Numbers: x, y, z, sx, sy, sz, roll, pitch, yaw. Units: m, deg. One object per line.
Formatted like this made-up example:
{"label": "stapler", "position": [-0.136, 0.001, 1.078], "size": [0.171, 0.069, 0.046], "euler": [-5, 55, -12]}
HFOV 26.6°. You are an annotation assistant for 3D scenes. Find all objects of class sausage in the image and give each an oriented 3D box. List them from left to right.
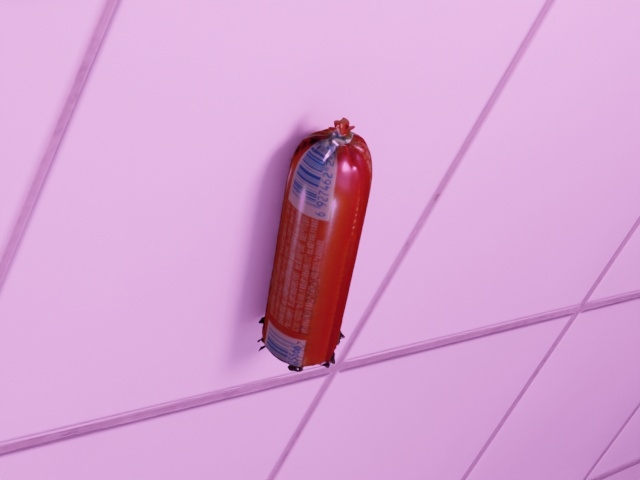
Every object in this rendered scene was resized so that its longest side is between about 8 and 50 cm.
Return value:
{"label": "sausage", "position": [0.000, 0.000, 1.142], "size": [0.083, 0.083, 0.264], "euler": [-26, 145, -32]}
